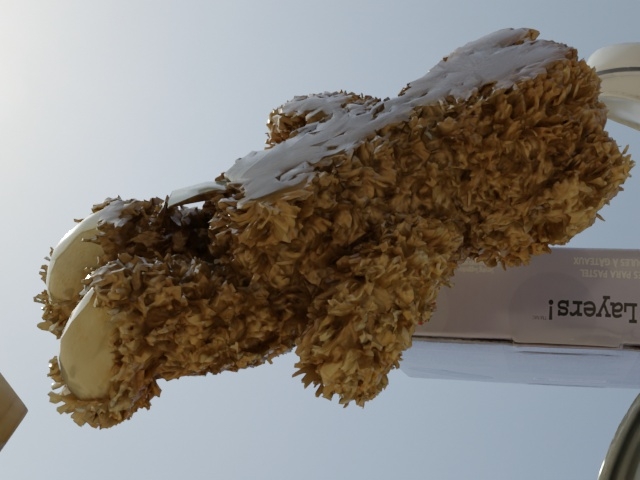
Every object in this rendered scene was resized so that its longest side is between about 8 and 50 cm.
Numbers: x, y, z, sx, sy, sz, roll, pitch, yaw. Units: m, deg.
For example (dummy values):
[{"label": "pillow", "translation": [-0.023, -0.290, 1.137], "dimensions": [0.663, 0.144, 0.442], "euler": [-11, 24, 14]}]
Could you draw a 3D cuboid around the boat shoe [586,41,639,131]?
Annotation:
[{"label": "boat shoe", "translation": [0.295, -0.074, 0.817], "dimensions": [0.267, 0.096, 0.088], "euler": [24, -99, 38]}]

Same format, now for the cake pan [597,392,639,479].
[{"label": "cake pan", "translation": [0.241, 0.174, 0.483], "dimensions": [0.293, 0.293, 0.054], "euler": [61, -35, 2]}]

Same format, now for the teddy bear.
[{"label": "teddy bear", "translation": [0.000, 0.000, 0.623], "dimensions": [0.245, 0.338, 0.113], "euler": [26, -38, 57]}]

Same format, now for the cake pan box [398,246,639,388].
[{"label": "cake pan box", "translation": [0.174, 0.060, 0.775], "dimensions": [0.267, 0.246, 0.070], "euler": [1, -101, 13]}]

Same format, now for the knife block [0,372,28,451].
[{"label": "knife block", "translation": [-0.295, 0.155, 0.639], "dimensions": [0.276, 0.242, 0.088], "euler": [-6, -54, 32]}]
